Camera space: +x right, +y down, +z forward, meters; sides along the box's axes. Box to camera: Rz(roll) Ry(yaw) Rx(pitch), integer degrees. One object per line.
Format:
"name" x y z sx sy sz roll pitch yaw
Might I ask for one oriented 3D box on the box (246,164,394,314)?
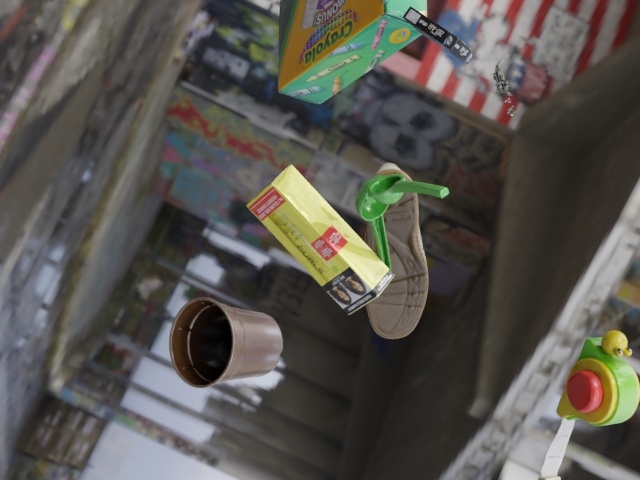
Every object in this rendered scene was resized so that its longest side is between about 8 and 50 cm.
"box" 0.000 0.000 1.820 0.087 0.232 0.058 -35 -171 49

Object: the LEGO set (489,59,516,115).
"LEGO set" 0.266 -0.221 1.768 0.054 0.023 0.083 39 42 -62

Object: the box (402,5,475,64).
"box" 0.150 -0.259 1.524 0.018 0.083 0.067 -55 155 8

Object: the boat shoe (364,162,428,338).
"boat shoe" 0.125 0.018 2.076 0.098 0.109 0.302 -93 179 -74

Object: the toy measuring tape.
"toy measuring tape" 0.449 0.301 1.993 0.121 0.121 0.330 -73 177 -67

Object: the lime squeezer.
"lime squeezer" 0.096 -0.044 1.710 0.310 0.059 0.110 120 -48 -65

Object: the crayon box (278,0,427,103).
"crayon box" 0.042 -0.333 1.779 0.278 0.081 0.165 -28 -124 51

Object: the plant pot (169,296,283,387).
"plant pot" -0.170 0.194 2.275 0.165 0.167 0.167 7 114 -52
